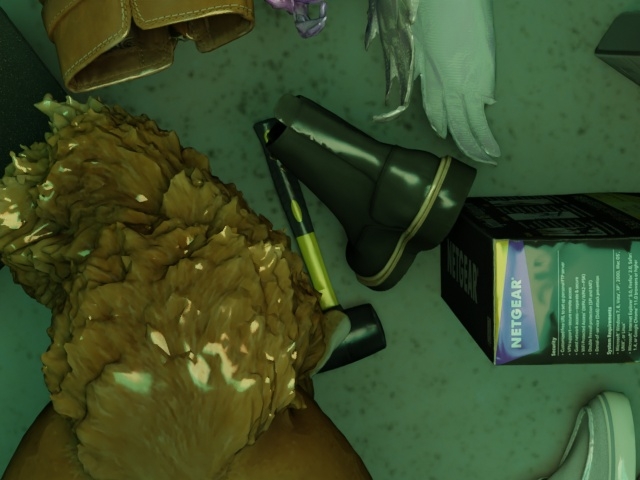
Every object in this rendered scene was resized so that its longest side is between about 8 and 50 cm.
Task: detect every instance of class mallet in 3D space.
[{"bbox_3d":[0.000,0.000,1.435,0.062,0.039,0.190,-12,92,-2],"label":"mallet"}]

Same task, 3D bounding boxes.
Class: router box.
[{"bbox_3d":[0.214,0.019,1.306,0.243,0.309,0.081,-1,96,-2],"label":"router box"}]

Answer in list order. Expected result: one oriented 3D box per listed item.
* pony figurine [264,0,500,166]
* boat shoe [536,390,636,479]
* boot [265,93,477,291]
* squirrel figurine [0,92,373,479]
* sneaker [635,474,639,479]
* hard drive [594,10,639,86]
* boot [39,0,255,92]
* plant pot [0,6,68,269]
[{"bbox_3d":[0.015,-0.239,1.316,0.363,0.303,0.351,4,87,12],"label":"pony figurine"},{"bbox_3d":[0.176,0.219,1.440,0.081,0.079,0.227,9,98,-8],"label":"boat shoe"},{"bbox_3d":[0.015,-0.039,1.333,0.137,0.198,0.077,26,66,-5],"label":"boot"},{"bbox_3d":[-0.073,0.101,1.238,0.281,0.370,0.397,0,114,6],"label":"squirrel figurine"},{"bbox_3d":[0.332,0.154,1.442,0.235,0.090,0.095,-38,106,3],"label":"sneaker"},{"bbox_3d":[0.341,-0.057,1.358,0.307,0.203,0.040,33,93,-5],"label":"hard drive"},{"bbox_3d":[-0.166,-0.191,1.237,0.283,0.109,0.220,-16,74,20],"label":"boot"},{"bbox_3d":[-0.256,-0.063,1.351,0.167,0.188,0.187,-38,96,-11],"label":"plant pot"}]
